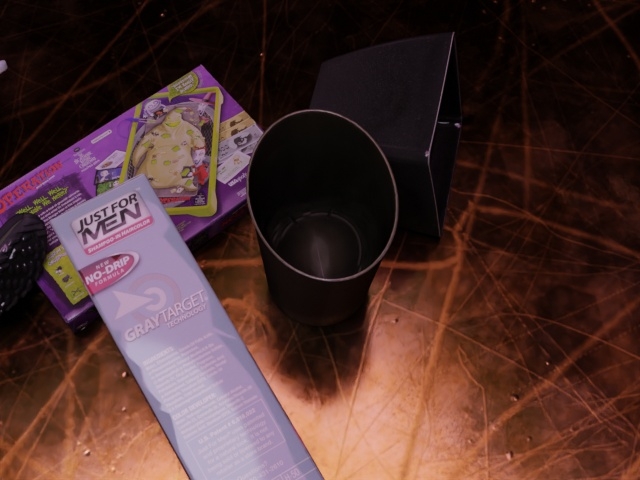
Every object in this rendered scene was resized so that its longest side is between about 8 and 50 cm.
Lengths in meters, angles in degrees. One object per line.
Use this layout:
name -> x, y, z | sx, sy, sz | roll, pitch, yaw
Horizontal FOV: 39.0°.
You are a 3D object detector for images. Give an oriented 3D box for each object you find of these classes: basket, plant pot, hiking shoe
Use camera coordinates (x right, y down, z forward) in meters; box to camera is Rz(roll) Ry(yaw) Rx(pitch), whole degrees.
basket -> 0.000, 0.000, 1.025 | 0.154, 0.227, 0.204 | -11, 64, -6
plant pot -> 0.079, -0.134, 1.130 | 0.167, 0.188, 0.187 | 6, 63, 17
hiking shoe -> -0.415, 0.049, 1.051 | 0.114, 0.086, 0.227 | 35, 87, 24

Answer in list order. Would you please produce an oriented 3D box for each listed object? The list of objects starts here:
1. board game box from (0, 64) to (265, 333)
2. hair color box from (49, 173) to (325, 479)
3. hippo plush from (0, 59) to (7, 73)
board game box -> -0.229, -0.063, 1.154 | 0.347, 0.056, 0.208 | -36, 74, -17
hair color box -> -0.137, 0.136, 0.953 | 0.113, 0.185, 0.374 | -29, 76, -14
hippo plush -> -0.560, -0.116, 1.068 | 0.236, 0.234, 0.294 | 6, 82, 14
